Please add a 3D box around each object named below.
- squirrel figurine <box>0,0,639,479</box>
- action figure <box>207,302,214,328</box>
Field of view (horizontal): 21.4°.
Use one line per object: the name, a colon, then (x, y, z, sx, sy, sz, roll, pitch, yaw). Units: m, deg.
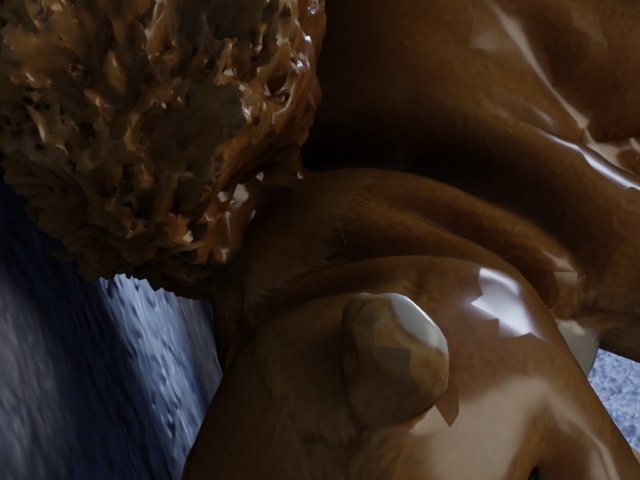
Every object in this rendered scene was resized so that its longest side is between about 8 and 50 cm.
squirrel figurine: (0.000, 0.000, 0.686, 0.397, 0.281, 0.370, 38, 35, -6)
action figure: (-0.056, -0.125, 1.033, 0.276, 0.248, 0.370, -43, 112, -45)
